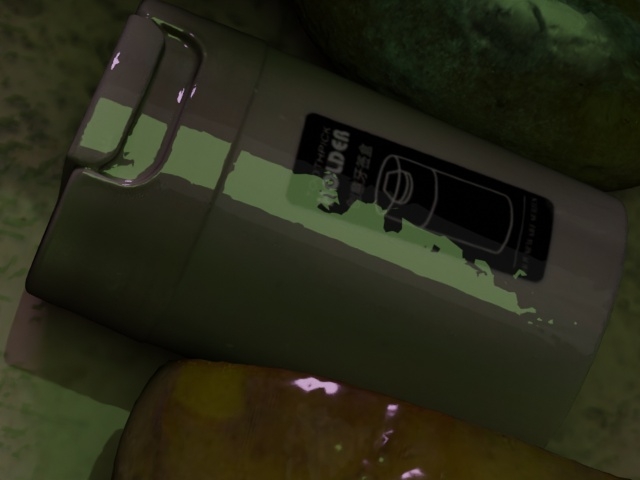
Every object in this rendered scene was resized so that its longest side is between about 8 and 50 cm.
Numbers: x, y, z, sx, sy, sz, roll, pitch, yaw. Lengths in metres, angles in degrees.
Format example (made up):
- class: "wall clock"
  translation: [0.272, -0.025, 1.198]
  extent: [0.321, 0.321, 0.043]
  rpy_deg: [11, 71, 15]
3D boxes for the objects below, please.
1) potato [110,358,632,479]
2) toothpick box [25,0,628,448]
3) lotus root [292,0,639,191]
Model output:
- class: "potato"
  translation: [0.053, 0.146, 0.634]
  extent: [0.298, 0.141, 0.176]
  rpy_deg: [43, 61, 1]
- class: "toothpick box"
  translation: [0.000, 0.000, 0.678]
  extent: [0.181, 0.111, 0.111]
  rpy_deg: [23, 71, -8]
- class: "lotus root"
  translation: [0.055, -0.091, 0.728]
  extent: [0.192, 0.088, 0.113]
  rpy_deg: [27, 57, 2]
